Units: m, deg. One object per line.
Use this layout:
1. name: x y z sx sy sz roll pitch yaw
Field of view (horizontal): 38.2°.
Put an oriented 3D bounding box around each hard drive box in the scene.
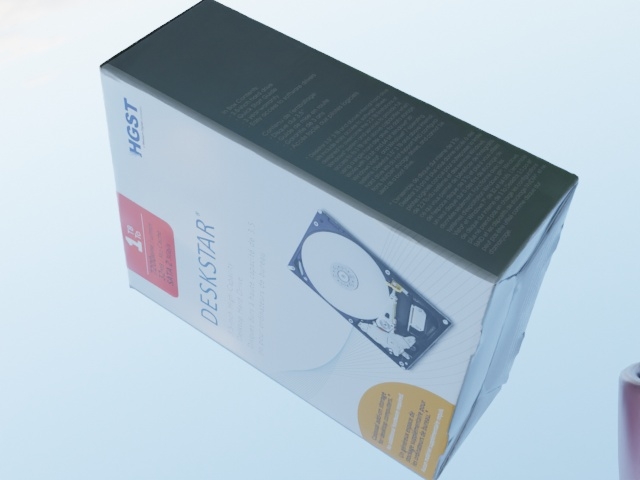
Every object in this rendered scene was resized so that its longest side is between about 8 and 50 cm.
1. hard drive box: 0.000 0.000 0.513 0.232 0.181 0.089 30 -128 22

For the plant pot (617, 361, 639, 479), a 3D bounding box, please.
1. plant pot: 0.228 0.145 0.377 0.201 0.180 0.201 -1 -179 0
